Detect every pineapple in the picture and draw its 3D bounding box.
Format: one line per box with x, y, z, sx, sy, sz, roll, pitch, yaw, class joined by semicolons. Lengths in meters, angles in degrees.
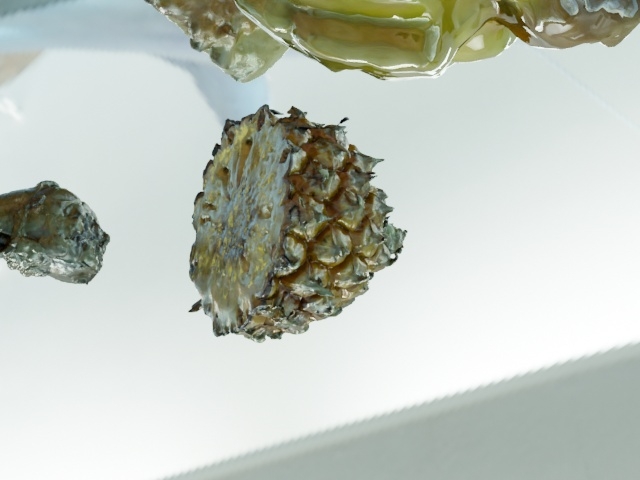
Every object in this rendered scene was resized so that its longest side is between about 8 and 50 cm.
0.001;-0.004;1.113;0.176;0.137;0.161;-36;-130;56;pineapple

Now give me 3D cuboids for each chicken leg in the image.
-0.275;-0.016;1.370;0.085;0.198;0.069;128;-33;-49;chicken leg

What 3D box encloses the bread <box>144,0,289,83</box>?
-0.095;-0.419;1.549;0.390;0.371;0.279;-48;-144;1;bread

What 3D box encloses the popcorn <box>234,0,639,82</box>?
0.017;-0.211;0.704;0.225;0.265;0.332;-42;-105;5;popcorn
